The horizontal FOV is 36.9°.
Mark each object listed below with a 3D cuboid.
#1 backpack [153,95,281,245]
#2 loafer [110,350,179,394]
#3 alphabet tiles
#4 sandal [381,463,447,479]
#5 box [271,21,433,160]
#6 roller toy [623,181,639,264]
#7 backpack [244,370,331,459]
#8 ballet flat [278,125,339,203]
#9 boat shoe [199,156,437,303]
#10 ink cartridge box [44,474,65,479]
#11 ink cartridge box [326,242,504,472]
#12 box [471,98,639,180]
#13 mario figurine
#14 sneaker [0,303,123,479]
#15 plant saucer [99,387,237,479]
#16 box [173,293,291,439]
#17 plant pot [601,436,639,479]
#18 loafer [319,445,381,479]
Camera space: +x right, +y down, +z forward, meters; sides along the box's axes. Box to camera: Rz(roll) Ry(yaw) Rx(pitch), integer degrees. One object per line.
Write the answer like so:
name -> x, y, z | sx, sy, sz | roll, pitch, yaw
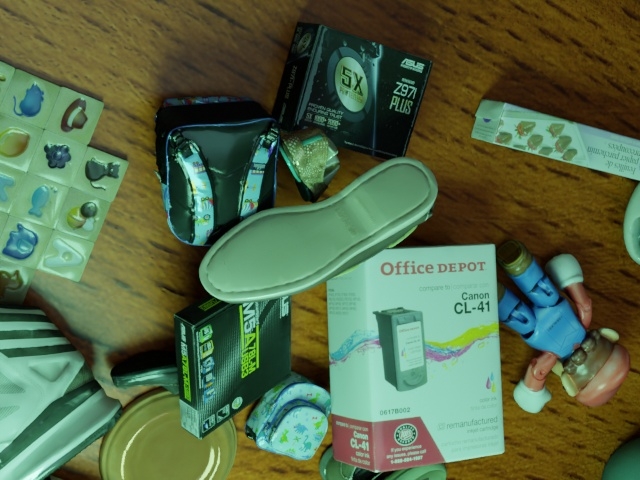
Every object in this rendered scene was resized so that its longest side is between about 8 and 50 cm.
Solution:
backpack -> -0.134, -0.086, 1.224 | 0.158, 0.117, 0.173 | -9, 122, -22
loafer -> -0.200, 0.183, 1.305 | 0.170, 0.062, 0.061 | -7, 111, -23
alphabet tiles -> -0.419, -0.076, 1.151 | 0.343, 0.011, 0.285 | 20, 95, -29
sandal -> 0.082, 0.438, 1.479 | 0.303, 0.086, 0.120 | -29, 146, -17
box -> 0.042, -0.198, 1.296 | 0.180, 0.077, 0.147 | 13, 99, -28
roller toy -> 0.601, -0.034, 1.574 | 0.191, 0.146, 0.209 | 21, 95, -40
backpack -> -0.038, 0.256, 1.391 | 0.105, 0.084, 0.114 | 27, 89, -32
ballet flat -> -0.007, -0.097, 1.241 | 0.067, 0.206, 0.073 | -26, 83, -1
boat shoe -> 0.000, 0.000, 1.236 | 0.324, 0.096, 0.116 | -27, 71, -11
ink cartridge box -> -0.396, 0.384, 1.251 | 0.333, 0.065, 0.165 | 27, 92, -24
ink cartridge box -> 0.135, 0.159, 1.372 | 0.226, 0.131, 0.306 | -2, 90, -26
box -> 0.383, -0.153, 1.481 | 0.324, 0.067, 0.063 | 10, 101, -27
mario figurine -> 0.363, 0.147, 1.554 | 0.198, 0.170, 0.320 | -35, 111, 28
sneaker -> -0.473, 0.229, 1.097 | 0.447, 0.169, 0.257 | -36, 92, -36
plant saucer -> -0.208, 0.303, 1.350 | 0.200, 0.037, 0.199 | -8, 109, -23
box -> -0.112, 0.143, 1.283 | 0.184, 0.045, 0.190 | -28, 132, -40
plant pot -> 0.613, 0.455, 1.697 | 0.290, 0.195, 0.290 | -8, 109, -24
loafer -> 0.117, 0.305, 1.476 | 0.251, 0.087, 0.094 | -40, 118, -10
